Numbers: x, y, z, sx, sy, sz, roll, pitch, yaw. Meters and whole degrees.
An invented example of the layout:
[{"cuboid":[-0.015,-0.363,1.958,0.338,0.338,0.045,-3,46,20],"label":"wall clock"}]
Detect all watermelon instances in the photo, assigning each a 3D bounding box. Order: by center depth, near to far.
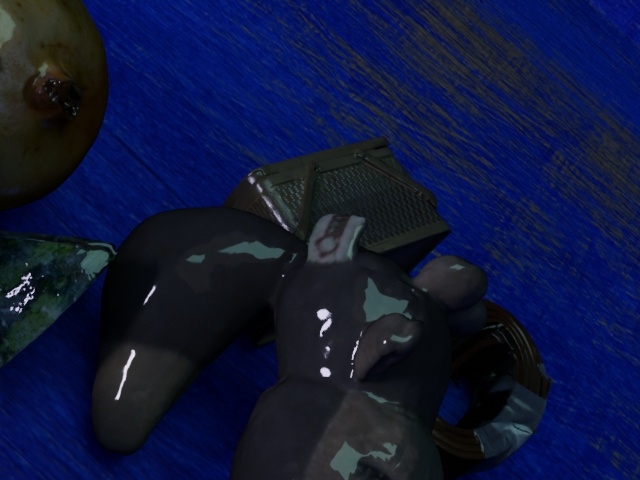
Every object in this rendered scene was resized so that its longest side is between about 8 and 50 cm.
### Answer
[{"cuboid":[-0.270,0.020,1.076,0.136,0.207,0.202,61,17,-18],"label":"watermelon"}]

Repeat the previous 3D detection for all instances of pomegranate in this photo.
[{"cuboid":[-0.327,-0.149,1.091,0.264,0.264,0.264,23,42,-23],"label":"pomegranate"}]

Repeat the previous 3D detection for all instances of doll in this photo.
[{"cuboid":[-0.040,0.174,1.088,0.252,0.378,0.382,49,57,-55],"label":"doll"}]

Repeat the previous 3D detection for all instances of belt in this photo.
[{"cuboid":[0.155,0.172,1.331,0.184,0.105,0.261,52,38,9],"label":"belt"}]

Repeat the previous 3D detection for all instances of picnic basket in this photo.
[{"cuboid":[0.000,0.000,1.310,0.266,0.165,0.139,-18,68,-47],"label":"picnic basket"}]
